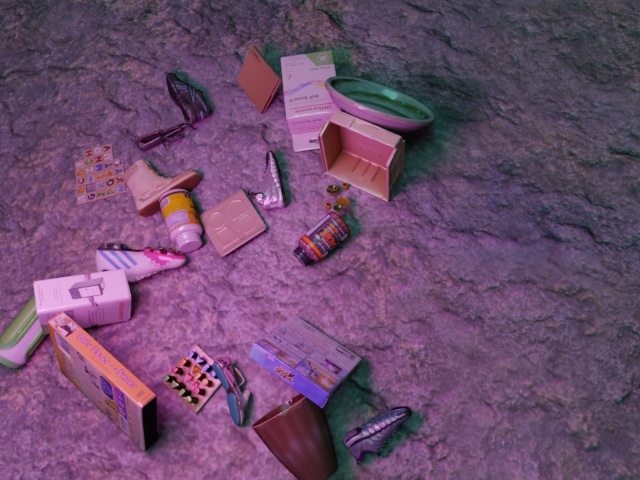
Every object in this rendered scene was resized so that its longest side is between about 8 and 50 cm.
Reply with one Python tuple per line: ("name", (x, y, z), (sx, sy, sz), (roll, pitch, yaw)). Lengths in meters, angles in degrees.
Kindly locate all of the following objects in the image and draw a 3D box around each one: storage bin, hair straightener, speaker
("storage bin", (0.143, -0.289, 1.816), (0.262, 0.260, 0.123), (27, 73, 17))
("hair straightener", (-0.596, -0.394, 2.086), (0.231, 0.047, 0.089), (-18, 69, -3))
("speaker", (-0.994, 0.289, 1.848), (0.131, 0.131, 0.296), (30, 77, 18))

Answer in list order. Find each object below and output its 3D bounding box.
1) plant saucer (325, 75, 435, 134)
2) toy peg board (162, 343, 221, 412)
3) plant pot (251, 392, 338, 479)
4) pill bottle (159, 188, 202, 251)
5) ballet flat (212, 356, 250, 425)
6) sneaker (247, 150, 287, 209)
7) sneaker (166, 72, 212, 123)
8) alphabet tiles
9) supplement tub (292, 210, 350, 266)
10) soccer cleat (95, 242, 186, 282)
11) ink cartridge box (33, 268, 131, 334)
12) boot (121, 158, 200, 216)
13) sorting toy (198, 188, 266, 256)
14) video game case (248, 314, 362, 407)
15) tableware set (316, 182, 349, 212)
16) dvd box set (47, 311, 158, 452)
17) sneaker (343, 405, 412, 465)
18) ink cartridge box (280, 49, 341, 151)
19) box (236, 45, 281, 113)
("plant saucer", (0.197, -0.459, 1.872), (0.401, 0.400, 0.100), (30, 121, 17))
("toy peg board", (-0.414, 0.442, 1.728), (0.161, 0.079, 0.160), (36, 79, 18))
("plant pot", (-0.051, 0.590, 1.568), (0.215, 0.215, 0.230), (-31, 83, -3))
("pill bottle", (-0.494, -0.070, 1.906), (0.117, 0.117, 0.214), (-23, 69, 0))
("ballet flat", (-0.271, 0.471, 1.696), (0.079, 0.077, 0.221), (-18, 80, -38))
("sneaker", (-0.208, -0.214, 1.935), (0.132, 0.086, 0.228), (-15, 70, 6))
("sneaker", (-0.528, -0.570, 2.121), (0.106, 0.101, 0.267), (-26, 68, -22))
("alphabet tiles", (-0.866, -0.268, 2.094), (0.198, 0.009, 0.237), (-14, 69, 3))
("supplement tub", (0.000, 0.000, 1.813), (0.198, 0.106, 0.106), (-42, 70, -7))
("soccer cleat", (-0.634, 0.091, 1.887), (0.332, 0.116, 0.143), (5, 93, 8))
("ink cartridge box", (-0.775, 0.203, 1.753), (0.273, 0.198, 0.114), (-8, 63, -25))
("boot", (-0.600, -0.234, 1.998), (0.262, 0.095, 0.203), (-34, 68, 0))
("sorting toy", (-0.317, -0.062, 1.924), (0.193, 0.038, 0.208), (-33, 64, -4))
("video game case", (-0.041, 0.358, 1.624), (0.270, 0.244, 0.061), (30, 114, 18))
("tableware set", (0.056, -0.156, 1.868), (0.104, 0.024, 0.154), (17, 45, 15))
("dvd box set", (-0.670, 0.443, 1.658), (0.420, 0.307, 0.062), (33, 47, 19))
("sneaker", (0.185, 0.582, 1.599), (0.224, 0.083, 0.098), (-28, 89, 3))
("ink cartridge box", (-0.029, -0.523, 1.997), (0.207, 0.119, 0.353), (-8, 69, 3))
("box", (-0.241, -0.621, 2.064), (0.021, 0.164, 0.201), (-14, 60, -44))
